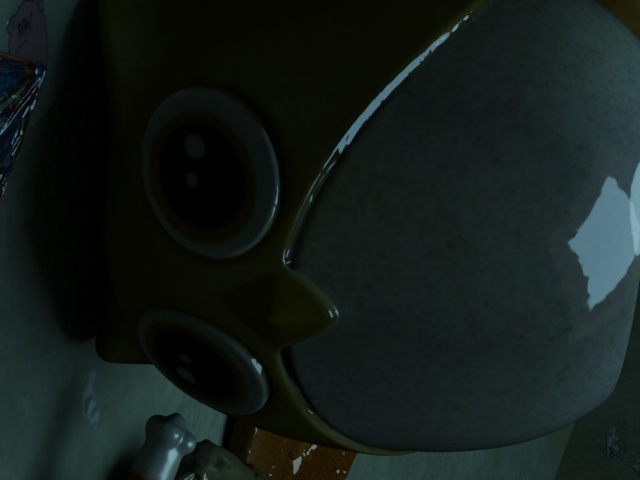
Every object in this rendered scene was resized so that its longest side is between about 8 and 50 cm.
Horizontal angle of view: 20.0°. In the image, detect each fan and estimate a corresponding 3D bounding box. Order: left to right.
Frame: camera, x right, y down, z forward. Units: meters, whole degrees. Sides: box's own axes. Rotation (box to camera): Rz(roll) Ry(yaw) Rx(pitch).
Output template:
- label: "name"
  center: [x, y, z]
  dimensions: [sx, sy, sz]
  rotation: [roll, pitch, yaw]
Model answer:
- label: "fan"
  center: [-0.220, -0.093, 1.311]
  dimensions: [0.182, 0.010, 0.310]
  rotation: [-16, 118, -68]

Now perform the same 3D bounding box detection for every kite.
- label: "kite"
  center: [-0.241, -0.061, 1.254]
  dimensions: [0.189, 0.009, 0.232]
  rotation: [-52, 150, -38]

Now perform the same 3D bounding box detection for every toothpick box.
- label: "toothpick box"
  center: [0.031, -0.032, 1.436]
  dimensions: [0.409, 0.425, 0.409]
  rotation: [6, 90, -86]

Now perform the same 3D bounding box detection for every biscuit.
- label: "biscuit"
  center: [-0.033, 0.217, 1.966]
  dimensions: [0.284, 0.043, 0.306]
  rotation: [-47, 146, -30]

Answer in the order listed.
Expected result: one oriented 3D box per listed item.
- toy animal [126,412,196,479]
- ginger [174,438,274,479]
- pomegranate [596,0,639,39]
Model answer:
- label: "toy animal"
  center: [-0.191, 0.279, 1.489]
  dimensions: [0.140, 0.138, 0.282]
  rotation: [76, 26, -68]
- label: "ginger"
  center: [-0.111, 0.313, 1.724]
  dimensions: [0.304, 0.155, 0.244]
  rotation: [42, 57, -78]
- label: "pomegranate"
  center: [0.273, -0.215, 2.050]
  dimensions: [0.411, 0.411, 0.411]
  rotation: [14, 90, -71]
